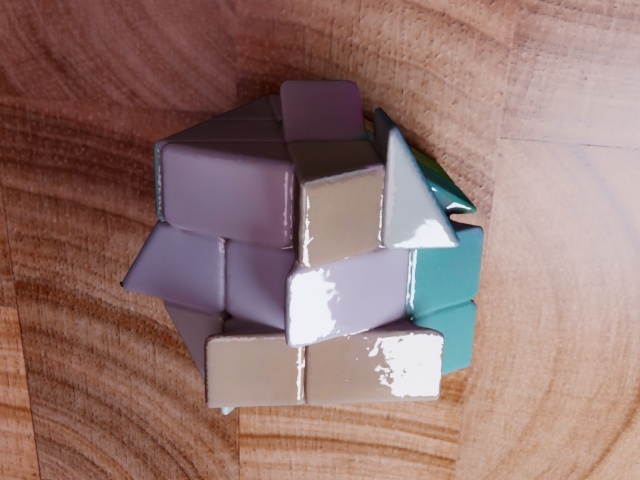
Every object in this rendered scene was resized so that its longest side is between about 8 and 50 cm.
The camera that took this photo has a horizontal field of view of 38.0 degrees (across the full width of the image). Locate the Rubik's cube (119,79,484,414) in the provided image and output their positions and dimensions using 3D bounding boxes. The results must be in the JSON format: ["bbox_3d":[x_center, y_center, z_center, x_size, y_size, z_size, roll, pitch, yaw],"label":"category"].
[{"bbox_3d":[0.000,0.000,1.070,0.368,0.387,0.358,13,116,22],"label":"Rubik's cube"}]
